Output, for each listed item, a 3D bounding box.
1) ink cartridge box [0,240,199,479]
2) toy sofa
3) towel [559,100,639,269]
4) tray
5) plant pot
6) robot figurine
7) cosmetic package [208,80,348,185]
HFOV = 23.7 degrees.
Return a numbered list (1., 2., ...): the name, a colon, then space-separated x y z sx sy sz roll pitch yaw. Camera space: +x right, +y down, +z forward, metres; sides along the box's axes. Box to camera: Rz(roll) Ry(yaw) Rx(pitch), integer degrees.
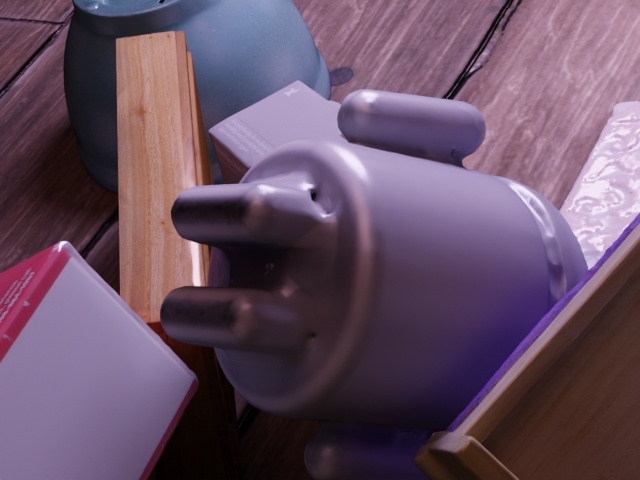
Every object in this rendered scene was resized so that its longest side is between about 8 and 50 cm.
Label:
1. ink cartridge box: -0.312 0.197 1.134 0.384 0.160 0.279 -23 29 40
2. toy sofa: 0.236 0.066 1.047 0.362 0.150 0.177 -47 2 -9
3. towel: 0.349 -0.010 1.276 0.331 0.053 0.317 6 46 35
4. tray: -0.128 0.009 1.353 0.076 0.203 0.411 -8 39 -3
5. plant pot: -0.153 -0.212 1.634 0.293 0.196 0.293 -11 40 9
6. robot figurine: 0.058 0.037 1.126 0.199 0.353 0.300 6 86 53
7. cosmetic package: 0.000 0.000 1.287 0.107 0.238 0.127 -33 40 -16
